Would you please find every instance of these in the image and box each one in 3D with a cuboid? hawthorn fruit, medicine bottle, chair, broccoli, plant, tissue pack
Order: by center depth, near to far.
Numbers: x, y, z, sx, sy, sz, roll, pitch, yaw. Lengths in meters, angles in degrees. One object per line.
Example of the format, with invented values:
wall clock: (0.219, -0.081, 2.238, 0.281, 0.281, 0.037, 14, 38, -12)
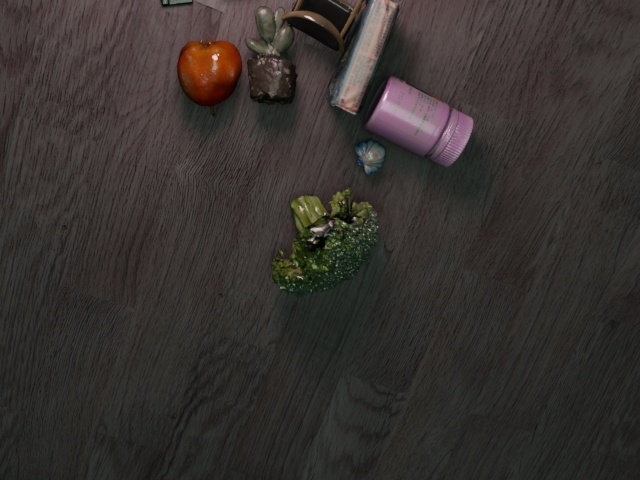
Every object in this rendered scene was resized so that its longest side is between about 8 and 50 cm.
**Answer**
chair: (0.008, -0.625, 1.738, 0.188, 0.272, 0.166, 27, 147, -9)
tissue pack: (0.118, -0.531, 1.803, 0.103, 0.228, 0.315, 19, 105, -8)
hawthorn fruit: (-0.321, -0.470, 1.832, 0.196, 0.196, 0.225, 2, 122, -3)
plant: (-0.142, -0.538, 1.835, 0.149, 0.146, 0.274, 0, 98, 6)
medicine bottle: (0.292, -0.356, 1.890, 0.291, 0.178, 0.178, 24, 104, -9)
broccoli: (0.018, 0.010, 1.939, 0.277, 0.338, 0.317, -1, 85, -31)

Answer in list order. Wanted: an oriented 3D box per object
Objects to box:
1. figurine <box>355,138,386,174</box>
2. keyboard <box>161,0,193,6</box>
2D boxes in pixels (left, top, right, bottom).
figurine: (0.165, -0.269, 1.971, 0.114, 0.079, 0.114, 6, 77, -28)
keyboard: (-0.437, -0.837, 1.797, 0.101, 0.018, 0.309, -7, 107, -2)
